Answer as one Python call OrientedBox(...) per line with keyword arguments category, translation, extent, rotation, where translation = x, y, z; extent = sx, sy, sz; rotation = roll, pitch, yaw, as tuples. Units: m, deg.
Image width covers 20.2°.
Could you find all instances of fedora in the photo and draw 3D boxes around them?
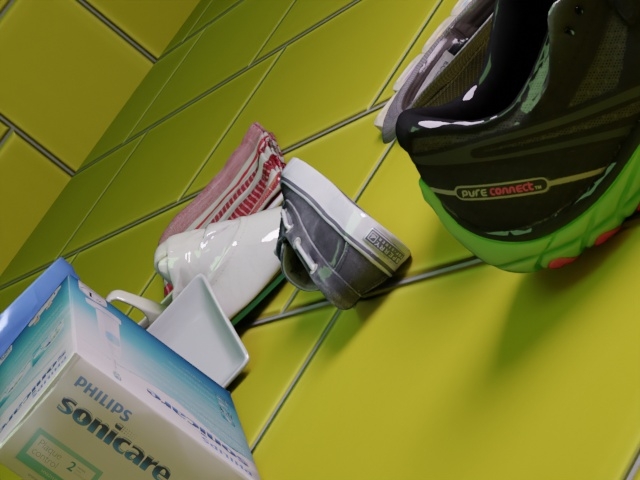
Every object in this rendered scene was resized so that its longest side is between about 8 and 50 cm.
OrientedBox(category="fedora", translation=(0.170, -0.147, 1.569), extent=(0.244, 0.124, 0.275), rotation=(-50, 6, -4))

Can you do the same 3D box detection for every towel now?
OrientedBox(category="towel", translation=(-0.134, -0.031, 2.382), extent=(0.237, 0.037, 0.329), rotation=(-50, 15, 7))

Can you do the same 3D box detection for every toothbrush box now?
OrientedBox(category="toothbrush box", translation=(-0.187, 0.171, 1.698), extent=(0.126, 0.216, 0.295), rotation=(-51, 16, 3))

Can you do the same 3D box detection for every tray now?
OrientedBox(category="tray", translation=(-0.181, 0.176, 1.947), extent=(0.270, 0.030, 0.145), rotation=(-47, 47, 16))

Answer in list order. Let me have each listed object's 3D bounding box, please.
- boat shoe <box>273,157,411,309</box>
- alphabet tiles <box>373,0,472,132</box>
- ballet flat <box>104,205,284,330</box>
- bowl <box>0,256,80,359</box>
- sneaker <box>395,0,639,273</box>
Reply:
OrientedBox(category="boat shoe", translation=(0.000, 0.000, 1.787), extent=(0.102, 0.108, 0.301), rotation=(-49, 22, 1))
OrientedBox(category="alphabet tiles", translation=(0.165, -0.231, 1.998), extent=(0.284, 0.021, 0.278), rotation=(-52, 15, -3))
OrientedBox(category="ballet flat", translation=(-0.167, 0.079, 2.026), extent=(0.400, 0.139, 0.139), rotation=(-47, 15, 14))
OrientedBox(category="bowl", translation=(-0.398, 0.181, 1.984), extent=(0.391, 0.077, 0.391), rotation=(-45, 5, 5))
OrientedBox(category="sneaker", translation=(0.241, -0.198, 1.326), extent=(0.483, 0.202, 0.185), rotation=(-51, 15, 1))
